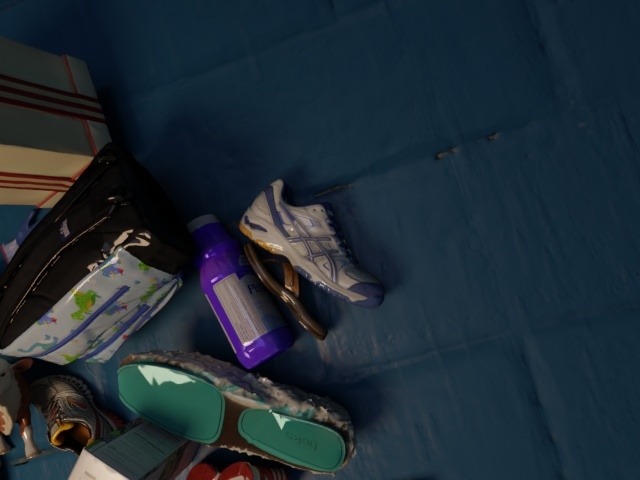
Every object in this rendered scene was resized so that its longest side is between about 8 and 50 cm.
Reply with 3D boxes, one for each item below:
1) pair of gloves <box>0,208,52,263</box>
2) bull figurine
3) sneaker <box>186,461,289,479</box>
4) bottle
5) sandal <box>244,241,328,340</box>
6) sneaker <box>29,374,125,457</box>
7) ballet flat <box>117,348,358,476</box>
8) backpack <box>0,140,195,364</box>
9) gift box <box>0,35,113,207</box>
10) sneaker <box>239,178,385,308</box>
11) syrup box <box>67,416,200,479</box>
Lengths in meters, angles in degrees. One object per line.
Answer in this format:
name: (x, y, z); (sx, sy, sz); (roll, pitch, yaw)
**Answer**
pair of gloves: (-0.587, 0.031, 0.860); (0.159, 0.023, 0.198); (-32, 82, 5)
bull figurine: (-0.608, 0.320, 0.758); (0.311, 0.101, 0.188); (-21, 81, 41)
sneaker: (-0.142, 0.444, 0.716); (0.221, 0.128, 0.086); (-27, 45, 40)
bottle: (-0.153, 0.084, 0.727); (0.092, 0.118, 0.282); (-34, 75, 8)
sandal: (-0.054, 0.082, 0.727); (0.060, 0.090, 0.219); (-42, 79, -5)
sneaker: (-0.482, 0.336, 0.778); (0.226, 0.093, 0.087); (26, 91, 16)
ballet flat: (-0.136, 0.282, 0.700); (0.410, 0.147, 0.146); (19, 89, 4)
backpack: (-0.395, 0.056, 0.700); (0.356, 0.273, 0.290); (-38, 53, -5)
gift box: (-0.573, -0.208, 0.763); (0.277, 0.258, 0.254); (-19, 84, 28)
sneaker: (0.000, 0.000, 0.711); (0.297, 0.112, 0.130); (34, 92, 10)
syrup box: (-0.290, 0.359, 0.670); (0.097, 0.237, 0.093); (26, 90, 10)
